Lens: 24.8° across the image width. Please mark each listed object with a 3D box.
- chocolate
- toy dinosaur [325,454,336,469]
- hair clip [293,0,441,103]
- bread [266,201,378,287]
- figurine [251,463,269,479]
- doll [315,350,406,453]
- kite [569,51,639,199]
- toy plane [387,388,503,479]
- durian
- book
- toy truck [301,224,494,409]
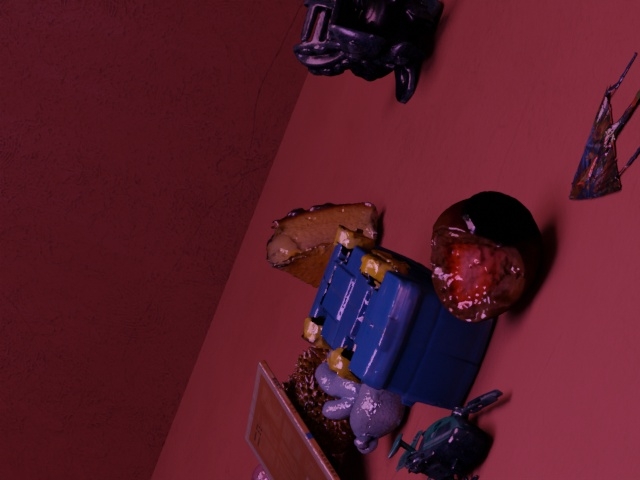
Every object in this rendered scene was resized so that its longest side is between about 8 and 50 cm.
[{"bbox_3d":[0.176,0.023,1.598,0.133,0.127,0.124,-57,45,38],"label":"chocolate"},{"bbox_3d":[-0.004,0.325,2.133,0.154,0.049,0.055,-105,34,-63],"label":"toy dinosaur"},{"bbox_3d":[0.086,-0.354,2.519,0.310,0.206,0.194,-179,103,-74],"label":"hair clip"},{"bbox_3d":[0.000,0.000,2.402,0.140,0.160,0.169,-82,16,-47],"label":"bread"},{"bbox_3d":[-0.078,0.389,2.336,0.067,0.071,0.083,-25,-12,-39],"label":"figurine"},{"bbox_3d":[0.059,0.205,1.934,0.120,0.075,0.180,-57,29,1],"label":"doll"},{"bbox_3d":[0.297,-0.101,1.527,0.183,0.010,0.160,-82,17,-49],"label":"kite"},{"bbox_3d":[0.132,0.228,1.622,0.235,0.060,0.096,-42,22,61],"label":"toy plane"},{"bbox_3d":[0.008,0.227,2.060,0.158,0.137,0.168,106,161,-47],"label":"durian"},{"bbox_3d":[-0.039,0.305,2.012,0.242,0.018,0.170,55,147,38],"label":"book"},{"bbox_3d":[0.087,0.090,1.814,0.385,0.162,0.161,-141,71,-77],"label":"toy truck"}]
